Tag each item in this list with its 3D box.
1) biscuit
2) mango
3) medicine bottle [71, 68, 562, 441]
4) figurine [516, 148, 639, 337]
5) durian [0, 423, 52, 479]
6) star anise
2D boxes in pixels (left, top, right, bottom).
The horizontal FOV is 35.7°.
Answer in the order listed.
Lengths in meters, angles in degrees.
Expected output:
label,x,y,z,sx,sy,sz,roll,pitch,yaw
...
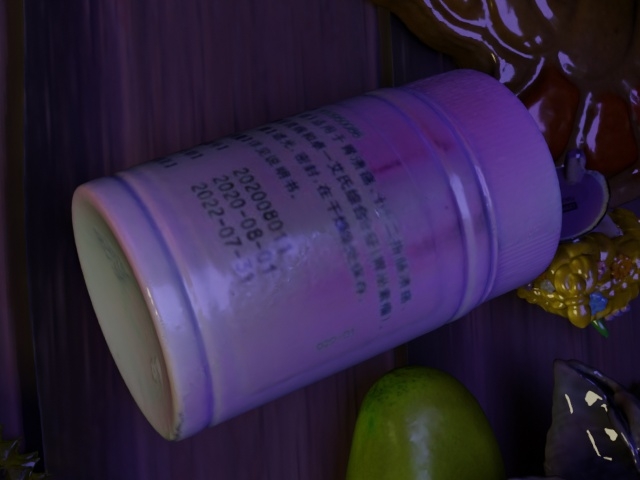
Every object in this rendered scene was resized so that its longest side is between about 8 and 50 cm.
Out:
label,x,y,z,sx,sy,sz,roll,pitch,yaw
biscuit,0.195,-0.201,0.737,0.381,0.074,0.359,1,85,-27
mango,0.073,0.166,0.647,0.117,0.089,0.163,13,82,-28
medicine bottle,0.000,0.000,0.588,0.254,0.152,0.152,-20,96,-24
figurine,0.179,0.026,0.681,0.156,0.095,0.115,58,31,-55
durian,-0.199,0.158,0.548,0.100,0.086,0.215,-35,100,13
star anise,0.223,0.234,0.659,0.332,0.117,0.331,17,64,-39
